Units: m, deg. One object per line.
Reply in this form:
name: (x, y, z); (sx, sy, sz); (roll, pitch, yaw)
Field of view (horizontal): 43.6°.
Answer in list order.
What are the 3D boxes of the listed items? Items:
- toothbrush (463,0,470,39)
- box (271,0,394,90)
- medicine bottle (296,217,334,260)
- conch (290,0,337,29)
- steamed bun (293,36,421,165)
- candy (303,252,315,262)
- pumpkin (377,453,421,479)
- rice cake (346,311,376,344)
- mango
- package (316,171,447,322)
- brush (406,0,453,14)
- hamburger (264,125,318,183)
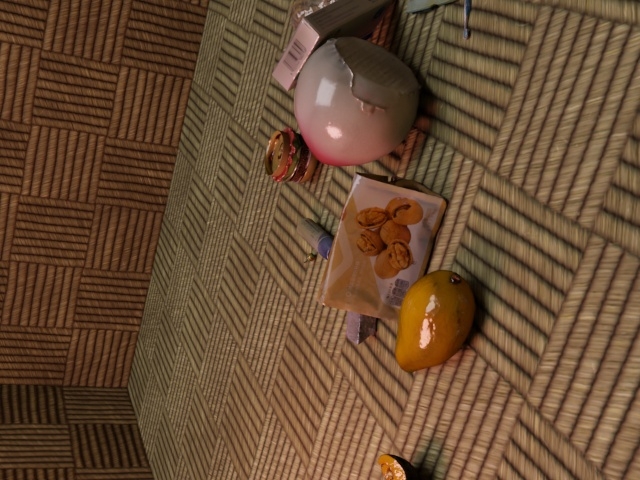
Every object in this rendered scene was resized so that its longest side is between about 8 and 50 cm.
toothbrush: (0.319, -0.515, 1.741); (0.017, 0.014, 0.162); (145, 128, -75)
box: (0.038, -0.515, 1.995); (0.065, 0.343, 0.200); (45, 139, 6)
medicine bottle: (0.000, 0.000, 2.224); (0.231, 0.059, 0.059); (41, 121, 59)
conch: (0.044, -0.647, 2.193); (0.291, 0.159, 0.210); (-5, 60, 42)
steamed bun: (0.067, -0.301, 1.883); (0.309, 0.310, 0.309); (-26, 61, 61)
candy: (-0.038, 0.055, 2.334); (0.083, 0.025, 0.023); (-34, 71, 66)
pumpkin: (0.159, 0.543, 1.705); (0.119, 0.108, 0.183); (47, 119, 49)
rice cake: (0.115, 0.073, 1.968); (0.073, 0.056, 0.364); (-1, 83, 59)
mango: (0.227, 0.174, 1.657); (0.316, 0.119, 0.176); (114, 148, -50)
package: (0.133, 0.005, 1.832); (0.165, 0.222, 0.311); (-98, 22, -74)
brush: (0.265, -0.551, 1.849); (0.179, 0.030, 0.033); (5, 73, 54)
hamburger: (-0.077, -0.244, 2.353); (0.175, 0.137, 0.175); (-170, 90, -69)
